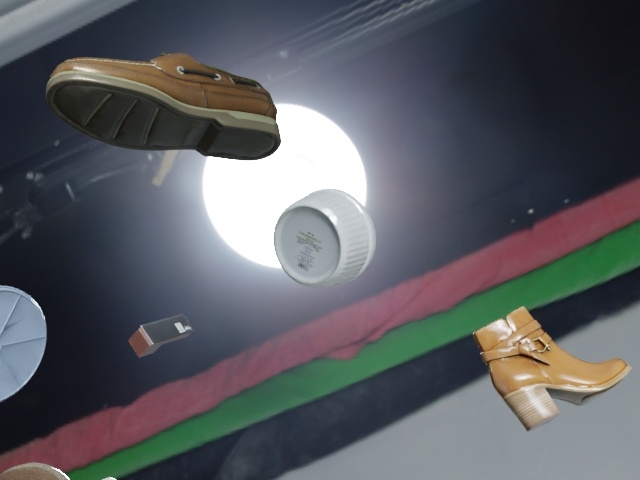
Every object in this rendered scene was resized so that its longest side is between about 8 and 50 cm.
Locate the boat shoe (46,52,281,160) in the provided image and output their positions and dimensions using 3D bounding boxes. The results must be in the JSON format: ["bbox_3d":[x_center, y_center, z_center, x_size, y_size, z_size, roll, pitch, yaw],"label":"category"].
[{"bbox_3d":[-0.195,-0.181,0.914,0.307,0.105,0.110,10,-32,-38],"label":"boat shoe"}]

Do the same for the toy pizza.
[{"bbox_3d":[-0.545,0.172,1.175,0.032,0.201,0.201,9,-21,34],"label":"toy pizza"}]

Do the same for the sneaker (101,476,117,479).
[{"bbox_3d":[-0.382,0.443,1.115,0.064,0.192,0.086,41,-61,1],"label":"sneaker"}]

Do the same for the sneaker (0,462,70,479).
[{"bbox_3d":[-0.141,0.203,0.345,0.066,0.188,0.071,-15,-18,0],"label":"sneaker"}]

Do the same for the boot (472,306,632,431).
[{"bbox_3d":[0.320,0.158,0.988,0.197,0.152,0.073,-16,-27,-23],"label":"boot"}]

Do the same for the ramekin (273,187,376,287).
[{"bbox_3d":[0.000,0.000,1.468,0.207,0.207,0.109,-45,-13,30],"label":"ramekin"}]

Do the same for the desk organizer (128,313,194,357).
[{"bbox_3d":[-0.321,0.192,1.444,0.050,0.047,0.130,-44,-15,24],"label":"desk organizer"}]
